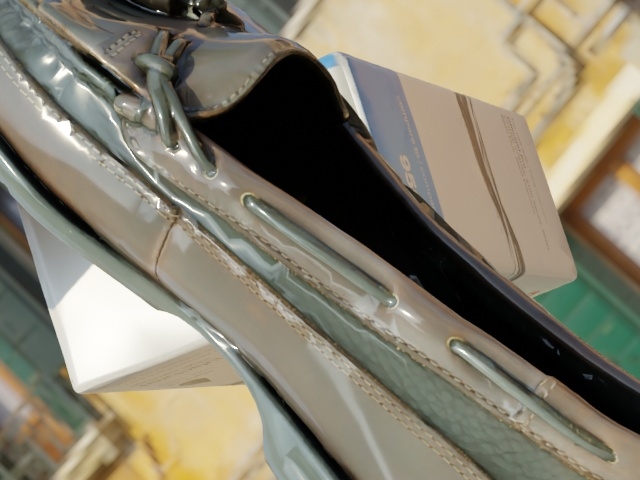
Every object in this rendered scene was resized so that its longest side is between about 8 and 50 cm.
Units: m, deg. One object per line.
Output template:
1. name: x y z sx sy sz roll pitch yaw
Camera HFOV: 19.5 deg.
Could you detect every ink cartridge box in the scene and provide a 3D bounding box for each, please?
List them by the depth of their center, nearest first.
1. ink cartridge box: 0.000 0.000 1.480 0.285 0.166 0.395 -22 -12 23

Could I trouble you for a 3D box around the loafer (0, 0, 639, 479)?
1. loafer: -0.004 -0.012 0.483 0.096 0.267 0.084 -20 -27 -52
